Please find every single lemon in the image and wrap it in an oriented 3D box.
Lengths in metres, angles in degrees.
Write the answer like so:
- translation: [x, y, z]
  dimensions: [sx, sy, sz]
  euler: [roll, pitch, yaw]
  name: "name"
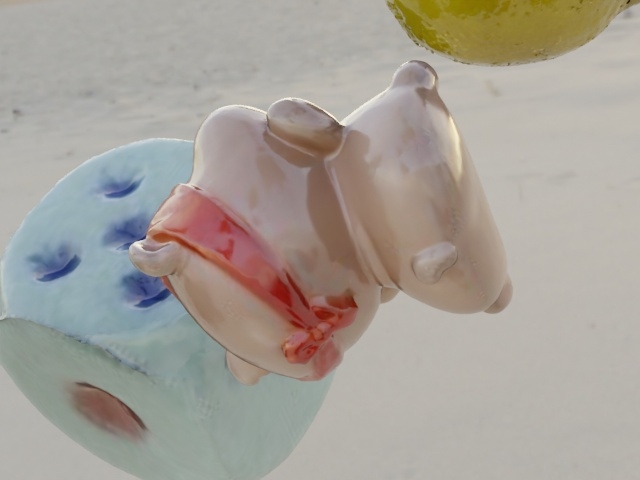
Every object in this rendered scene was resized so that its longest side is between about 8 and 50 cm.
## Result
- translation: [0.130, -0.205, 0.788]
  dimensions: [0.206, 0.173, 0.173]
  euler: [10, 11, 6]
  name: "lemon"

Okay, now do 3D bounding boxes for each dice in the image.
- translation: [-0.144, 0.076, 1.152]
  dimensions: [0.265, 0.268, 0.262]
  euler: [13, 52, 29]
  name: "dice"

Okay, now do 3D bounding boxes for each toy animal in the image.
- translation: [0.000, 0.000, 0.667]
  dimensions: [0.198, 0.171, 0.171]
  euler: [-20, 7, 8]
  name: "toy animal"
